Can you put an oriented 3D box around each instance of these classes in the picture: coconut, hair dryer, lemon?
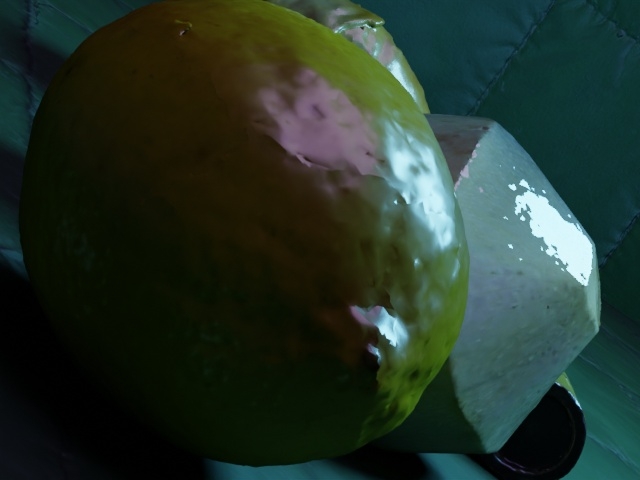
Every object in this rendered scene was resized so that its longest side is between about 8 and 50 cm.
[{"bbox_3d":[0.076,0.031,1.021,0.259,0.259,0.259,35,9,-7],"label":"coconut"},{"bbox_3d":[0.137,0.058,1.205,0.135,0.090,0.278,-50,118,-80],"label":"hair dryer"},{"bbox_3d":[-0.042,-0.008,0.765,0.236,0.236,0.263,30,41,-33],"label":"lemon"}]

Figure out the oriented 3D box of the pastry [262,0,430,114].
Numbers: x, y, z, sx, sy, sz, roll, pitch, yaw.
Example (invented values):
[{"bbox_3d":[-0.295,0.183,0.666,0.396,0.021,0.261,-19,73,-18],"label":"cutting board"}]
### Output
[{"bbox_3d":[-0.036,-0.122,1.408,0.316,0.184,0.284,32,-25,44],"label":"pastry"}]
